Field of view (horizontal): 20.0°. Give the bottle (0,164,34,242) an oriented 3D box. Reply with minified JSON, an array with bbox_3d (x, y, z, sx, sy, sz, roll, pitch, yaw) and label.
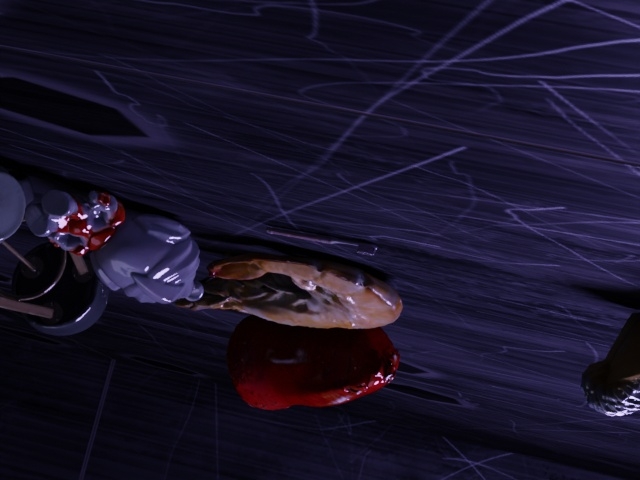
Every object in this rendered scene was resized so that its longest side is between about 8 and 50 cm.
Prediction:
[{"bbox_3d":[-0.333,-0.037,1.508,0.096,0.079,0.254,-26,-160,-39],"label":"bottle"}]

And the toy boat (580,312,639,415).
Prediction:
[{"bbox_3d":[0.296,0.107,1.260,0.089,0.121,0.321,24,168,-21],"label":"toy boat"}]

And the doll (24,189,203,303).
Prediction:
[{"bbox_3d":[-0.163,0.005,1.503,0.094,0.079,0.180,-38,133,25],"label":"doll"}]

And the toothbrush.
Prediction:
[{"bbox_3d":[0.000,0.000,1.413,0.097,0.008,0.006,11,156,26],"label":"toothbrush"}]

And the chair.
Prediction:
[{"bbox_3d":[-0.277,0.023,1.749,0.095,0.104,0.221,38,173,18],"label":"chair"}]

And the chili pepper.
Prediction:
[{"bbox_3d":[-0.014,0.122,1.863,0.110,0.110,0.387,19,168,-25],"label":"chili pepper"}]

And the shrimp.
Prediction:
[{"bbox_3d":[-0.039,0.041,1.580,0.236,0.053,0.133,4,169,33],"label":"shrimp"}]
